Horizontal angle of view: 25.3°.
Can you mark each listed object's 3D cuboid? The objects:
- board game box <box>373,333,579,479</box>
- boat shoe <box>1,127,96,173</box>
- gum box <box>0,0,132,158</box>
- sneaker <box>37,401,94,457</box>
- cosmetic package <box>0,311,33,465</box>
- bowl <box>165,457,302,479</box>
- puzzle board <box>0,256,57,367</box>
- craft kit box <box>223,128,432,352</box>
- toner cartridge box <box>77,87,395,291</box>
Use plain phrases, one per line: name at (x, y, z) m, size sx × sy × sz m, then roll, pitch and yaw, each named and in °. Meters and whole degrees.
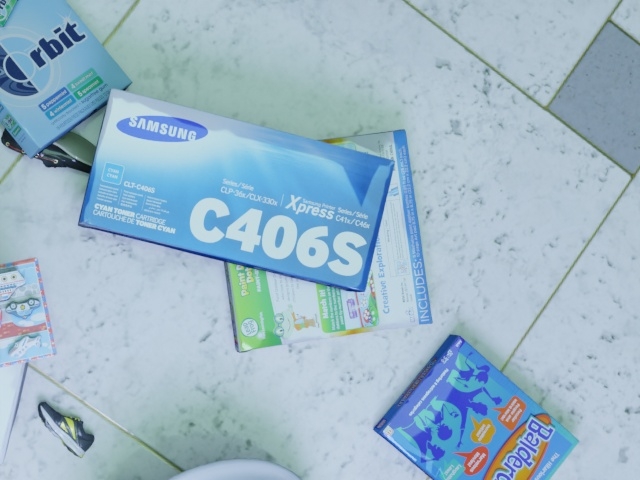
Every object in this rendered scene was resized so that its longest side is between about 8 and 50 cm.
board game box at (0.197, 0.246, 1.801) m, size 0.210 × 0.047 × 0.160 m, roll 41°, pitch 82°, yaw -7°
boat shoe at (-0.321, -0.111, 1.727) m, size 0.133 × 0.049 × 0.042 m, roll 24°, pitch 119°, yaw -18°
gum box at (-0.341, -0.215, 1.696) m, size 0.157 × 0.041 × 0.184 m, roll -41°, pitch 95°, yaw -33°
sneaker at (-0.307, 0.223, 1.723) m, size 0.035 × 0.031 × 0.083 m, roll -43°, pitch 100°, yaw -23°
cosmetic package at (-0.421, 0.132, 1.525) m, size 0.217 × 0.385 × 0.156 m, roll 12°, pitch 84°, yaw -8°
bowl at (-0.109, 0.404, 1.621) m, size 0.297 × 0.134 × 0.298 m, roll -17°, pitch 128°, yaw -22°
puzzle board at (-0.321, 0.075, 1.346) m, size 0.128 × 0.011 × 0.096 m, roll -12°, pitch 86°, yaw -13°
craft kit box at (0.000, 0.000, 1.773) m, size 0.246 × 0.061 × 0.250 m, roll -7°, pitch 89°, yaw -13°
toner cartridge box at (-0.099, -0.056, 1.694) m, size 0.347 × 0.075 × 0.165 m, roll 13°, pitch 85°, yaw -9°
